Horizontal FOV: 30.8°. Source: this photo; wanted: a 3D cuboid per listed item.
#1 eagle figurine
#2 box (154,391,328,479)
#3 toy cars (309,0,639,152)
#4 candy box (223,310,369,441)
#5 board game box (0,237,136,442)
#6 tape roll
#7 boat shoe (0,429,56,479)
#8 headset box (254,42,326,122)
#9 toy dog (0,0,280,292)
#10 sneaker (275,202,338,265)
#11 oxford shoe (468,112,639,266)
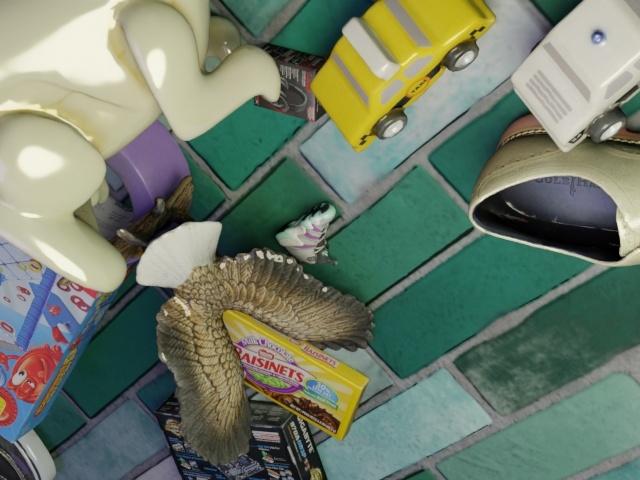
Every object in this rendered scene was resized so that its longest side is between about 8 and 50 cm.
[{"bbox_3d":[-0.103,0.080,1.304,0.298,0.225,0.226,51,132,-4],"label":"eagle figurine"},{"bbox_3d":[-0.103,0.296,1.567,0.220,0.051,0.175,0,120,34],"label":"box"},{"bbox_3d":[0.149,-0.167,1.009,0.393,0.087,0.177,3,91,32],"label":"toy cars"},{"bbox_3d":[-0.044,0.161,1.452,0.205,0.027,0.105,29,128,13],"label":"candy box"},{"bbox_3d":[-0.443,0.058,1.533,0.308,0.086,0.302,35,114,5],"label":"board game box"},{"bbox_3d":[-0.252,-0.070,1.390,0.189,0.080,0.189,18,129,23],"label":"tape roll"},{"bbox_3d":[-0.571,0.294,1.826,0.335,0.119,0.121,39,134,4],"label":"boat shoe"},{"bbox_3d":[-0.027,-0.163,1.209,0.083,0.032,0.062,19,129,23],"label":"headset box"},{"bbox_3d":[-0.222,-0.232,1.106,0.395,0.284,0.408,34,102,-18],"label":"toy dog"},{"bbox_3d":[0.000,0.000,1.306,0.069,0.038,0.098,51,143,-10],"label":"sneaker"},{"bbox_3d":[0.320,-0.021,1.002,0.397,0.146,0.141,4,123,31],"label":"oxford shoe"}]
